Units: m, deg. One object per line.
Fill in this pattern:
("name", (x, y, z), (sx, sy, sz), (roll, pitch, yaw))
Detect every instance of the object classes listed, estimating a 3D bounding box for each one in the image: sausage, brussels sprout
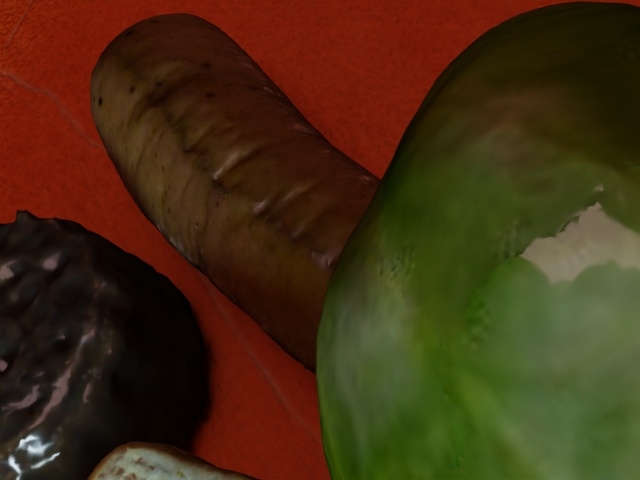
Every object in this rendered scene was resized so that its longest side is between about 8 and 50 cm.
("sausage", (-0.002, 0.001, 1.032), (0.136, 0.123, 0.501), (-25, 45, -26))
("brussels sprout", (0.147, 0.060, 0.688), (0.289, 0.355, 0.281), (27, 99, 5))

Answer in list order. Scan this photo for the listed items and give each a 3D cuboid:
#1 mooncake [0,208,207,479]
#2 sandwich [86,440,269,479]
("mooncake", (-0.196, 0.089, 1.076), (0.228, 0.124, 0.228), (-14, 56, 21))
("sandwich", (-0.068, 0.247, 0.826), (0.249, 0.095, 0.273), (12, 66, 34))
